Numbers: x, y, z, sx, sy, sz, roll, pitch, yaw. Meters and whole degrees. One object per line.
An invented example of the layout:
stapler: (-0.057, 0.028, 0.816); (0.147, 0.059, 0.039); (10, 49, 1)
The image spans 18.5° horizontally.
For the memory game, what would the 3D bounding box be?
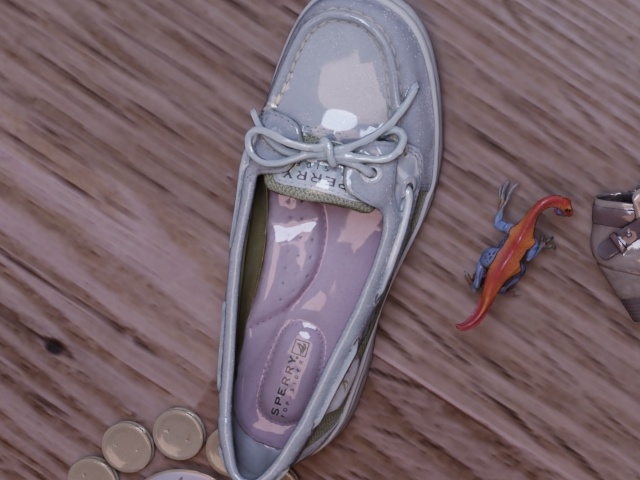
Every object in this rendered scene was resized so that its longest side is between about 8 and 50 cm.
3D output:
memory game: (-0.092, 0.202, 1.355); (0.186, 0.012, 0.186); (4, 106, 13)

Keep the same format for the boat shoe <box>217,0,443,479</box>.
boat shoe: (-0.003, 0.000, 1.228); (0.118, 0.103, 0.320); (18, 109, 8)

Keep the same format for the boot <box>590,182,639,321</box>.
boot: (0.225, 0.001, 1.207); (0.118, 0.042, 0.087); (-12, 100, 16)

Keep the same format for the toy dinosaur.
toy dinosaur: (0.126, 0.008, 1.222); (0.047, 0.090, 0.082); (22, 142, -9)
